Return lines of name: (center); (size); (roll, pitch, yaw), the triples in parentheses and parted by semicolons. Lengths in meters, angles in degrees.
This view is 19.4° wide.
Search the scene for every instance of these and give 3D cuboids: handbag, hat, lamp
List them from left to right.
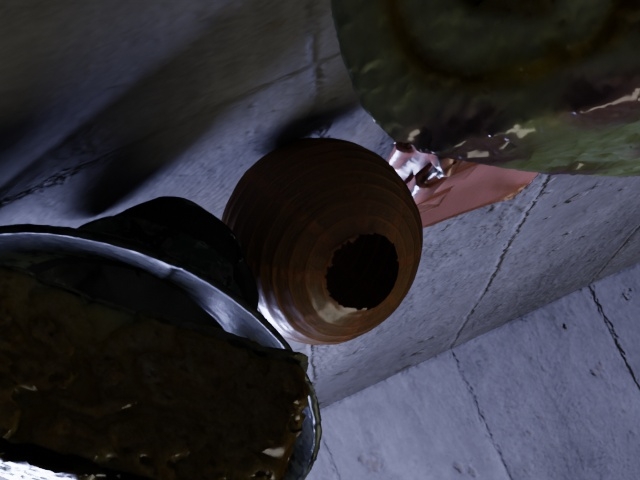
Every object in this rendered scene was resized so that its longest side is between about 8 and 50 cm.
hat: (-0.110, 0.048, 1.153); (0.265, 0.265, 0.128); (-35, -158, 43)
lamp: (0.000, 0.000, 1.218); (0.136, 0.136, 0.136); (-24, 170, -5)
handbag: (0.117, -0.073, 1.345); (0.157, 0.059, 0.212); (-22, 168, -24)

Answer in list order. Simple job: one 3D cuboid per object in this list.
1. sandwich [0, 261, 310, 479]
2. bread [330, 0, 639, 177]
sandwich: (-0.147, 0.083, 0.983); (0.273, 0.095, 0.249); (19, 165, -1)
bread: (0.164, -0.113, 0.970); (0.187, 0.155, 0.338); (-25, 172, 26)
